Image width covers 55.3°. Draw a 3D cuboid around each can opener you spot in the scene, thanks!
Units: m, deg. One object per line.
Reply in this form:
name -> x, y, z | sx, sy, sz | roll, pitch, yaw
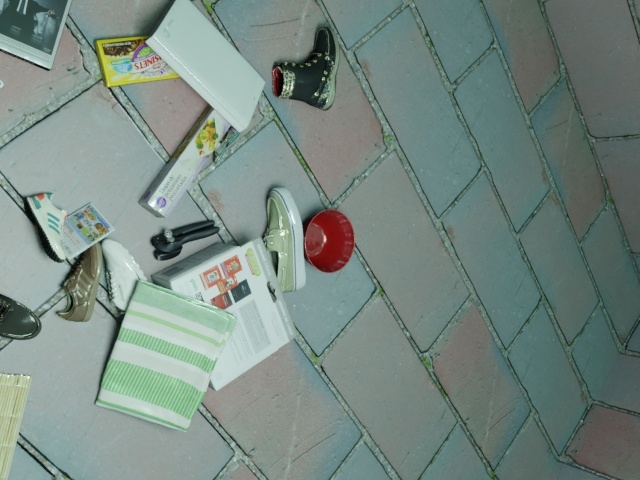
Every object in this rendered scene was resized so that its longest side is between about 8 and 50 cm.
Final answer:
can opener -> -0.340, -0.013, 1.541 | 0.186, 0.073, 0.059 | -29, 71, -36

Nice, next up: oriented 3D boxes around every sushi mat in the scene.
sushi mat -> -0.725, 0.434, 1.291 | 0.151, 0.019, 0.317 | 16, 83, -38

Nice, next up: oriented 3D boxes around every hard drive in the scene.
hard drive -> -0.273, -0.442, 1.518 | 0.307, 0.040, 0.203 | 43, 43, -32

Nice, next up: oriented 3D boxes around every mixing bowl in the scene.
mixing bowl -> 0.000, 0.000, 1.765 | 0.181, 0.098, 0.182 | -3, 95, -38

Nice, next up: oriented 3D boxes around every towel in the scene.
towel -> -0.365, 0.281, 1.439 | 0.247, 0.038, 0.325 | 21, 102, -13

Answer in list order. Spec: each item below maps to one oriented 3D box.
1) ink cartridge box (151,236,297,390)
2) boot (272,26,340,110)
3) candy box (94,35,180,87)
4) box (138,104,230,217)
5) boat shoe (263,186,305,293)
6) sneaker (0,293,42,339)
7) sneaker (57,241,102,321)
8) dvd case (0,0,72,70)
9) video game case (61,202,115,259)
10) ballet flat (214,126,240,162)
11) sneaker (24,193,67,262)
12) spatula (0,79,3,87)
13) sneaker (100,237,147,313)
ink cartridge box -> -0.238, 0.174, 1.574 | 0.271, 0.130, 0.310 | -29, 110, -31
boot -> -0.041, -0.494, 1.711 | 0.178, 0.085, 0.237 | 1, 93, -35
candy box -> -0.424, -0.431, 1.458 | 0.205, 0.027, 0.105 | -20, 108, -35
box -> -0.328, -0.203, 1.522 | 0.063, 0.067, 0.324 | 41, 70, -30
boat shoe -> -0.107, 0.006, 1.682 | 0.094, 0.109, 0.303 | -17, 105, -31
sneaker -> -0.670, 0.150, 1.251 | 0.222, 0.118, 0.083 | 38, 71, -33
sneaker -> -0.542, 0.090, 1.378 | 0.071, 0.066, 0.189 | 9, 87, -36
dvd case -> -0.630, -0.508, 1.295 | 0.179, 0.029, 0.239 | 18, 83, -37
video game case -> -0.541, -0.022, 1.377 | 0.087, 0.011, 0.122 | 46, 61, 8
ballet flat -> -0.255, -0.253, 1.598 | 0.041, 0.041, 0.114 | 45, 67, -30
sneaker -> -0.577, -0.033, 1.328 | 0.075, 0.057, 0.161 | -25, 84, -38
spatula -> -0.769, -0.345, 1.205 | 0.242, 0.019, 0.168 | 41, 68, -32
sneaker -> -0.460, 0.105, 1.434 | 0.094, 0.090, 0.235 | -33, 111, -21
